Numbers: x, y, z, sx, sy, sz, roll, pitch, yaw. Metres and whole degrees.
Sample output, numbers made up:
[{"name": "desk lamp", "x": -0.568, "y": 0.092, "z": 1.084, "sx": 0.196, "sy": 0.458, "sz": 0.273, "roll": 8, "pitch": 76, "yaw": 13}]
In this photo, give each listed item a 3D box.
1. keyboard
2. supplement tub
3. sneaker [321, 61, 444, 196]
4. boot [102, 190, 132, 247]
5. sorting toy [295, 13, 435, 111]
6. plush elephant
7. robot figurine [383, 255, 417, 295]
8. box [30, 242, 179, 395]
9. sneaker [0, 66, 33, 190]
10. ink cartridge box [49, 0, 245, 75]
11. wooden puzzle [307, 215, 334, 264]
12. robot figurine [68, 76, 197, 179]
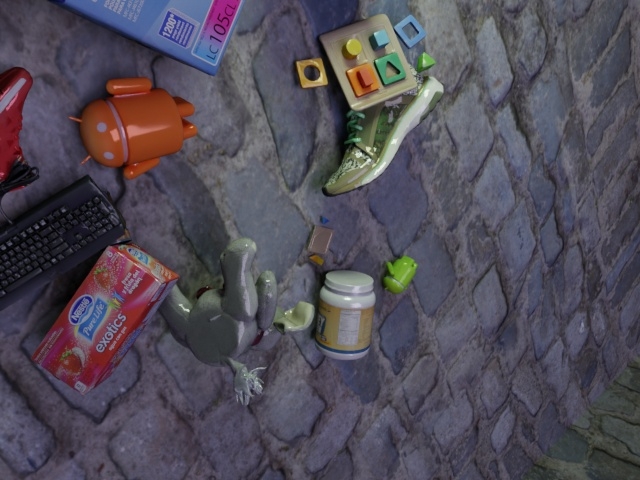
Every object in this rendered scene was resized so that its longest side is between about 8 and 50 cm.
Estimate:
[{"name": "keyboard", "x": -0.513, "y": -0.012, "z": 0.982, "sx": 0.317, "sy": 0.033, "sz": 0.202, "roll": -32, "pitch": 114, "yaw": 1}, {"name": "supplement tub", "x": 0.064, "y": 0.189, "z": 1.486, "sx": 0.144, "sy": 0.144, "sz": 0.200, "roll": -5, "pitch": 108, "yaw": -35}, {"name": "sneaker", "x": 0.110, "y": -0.282, "z": 1.387, "sx": 0.182, "sy": 0.158, "sz": 0.410, "roll": 42, "pitch": 76, "yaw": -18}, {"name": "boot", "x": -0.475, "y": -0.017, "z": 1.076, "sx": 0.219, "sy": 0.082, "sz": 0.106, "roll": -17, "pitch": 89, "yaw": -20}, {"name": "sorting toy", "x": 0.113, "y": -0.409, "z": 1.309, "sx": 0.347, "sy": 0.047, "sz": 0.196, "roll": -26, "pitch": 90, "yaw": -18}, {"name": "plush elephant", "x": -0.170, "y": 0.160, "z": 1.254, "sx": 0.271, "sy": 0.255, "sz": 0.330, "roll": -26, "pitch": 88, "yaw": 17}, {"name": "robot figurine", "x": 0.222, "y": 0.100, "z": 1.622, "sx": 0.115, "sy": 0.067, "sz": 0.101, "roll": -54, "pitch": 137, "yaw": -9}, {"name": "box", "x": -0.397, "y": 0.141, "z": 1.086, "sx": 0.122, "sy": 0.128, "sz": 0.257, "roll": 35, "pitch": 93, "yaw": 0}, {"name": "sneaker", "x": -0.524, "y": -0.174, "z": 0.975, "sx": 0.221, "sy": 0.087, "sz": 0.128, "roll": -50, "pitch": 137, "yaw": 3}, {"name": "ink cartridge box", "x": -0.294, "y": -0.456, "z": 0.872, "sx": 0.395, "sy": 0.151, "sz": 0.270, "roll": 13, "pitch": 104, "yaw": -50}, {"name": "wooden puzzle", "x": 0.000, "y": 0.000, "z": 1.458, "sx": 0.078, "sy": 0.014, "sz": 0.116, "roll": 22, "pitch": 92, "yaw": -44}, {"name": "robot figurine", "x": -0.339, "y": -0.204, "z": 1.060, "sx": 0.219, "sy": 0.158, "sz": 0.128, "roll": -21, "pitch": 75, "yaw": -30}]
